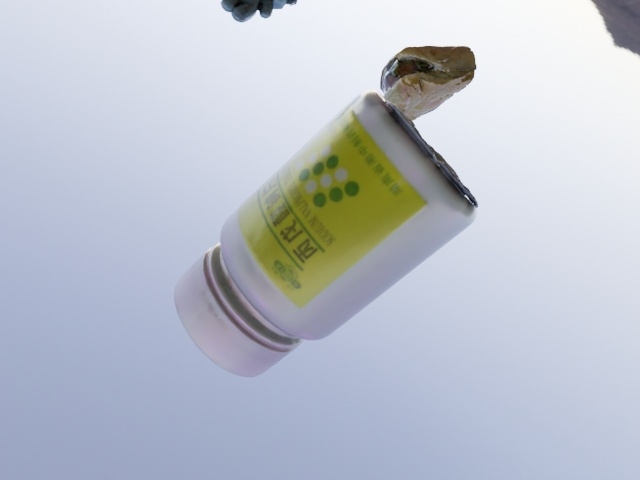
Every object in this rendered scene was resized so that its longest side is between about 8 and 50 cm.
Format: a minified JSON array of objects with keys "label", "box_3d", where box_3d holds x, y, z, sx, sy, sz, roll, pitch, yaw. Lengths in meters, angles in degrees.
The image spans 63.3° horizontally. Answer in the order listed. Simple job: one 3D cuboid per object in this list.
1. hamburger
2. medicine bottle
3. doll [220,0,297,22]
[{"label":"hamburger","box_3d":[0.277,-0.481,1.551,0.209,0.330,0.162,-2,-101,-37]},{"label":"medicine bottle","box_3d":[0.000,0.000,0.687,0.213,0.378,0.213,43,-162,-18]},{"label":"doll","box_3d":[-0.118,-0.477,0.986,0.120,0.075,0.180,43,-137,-9]}]
